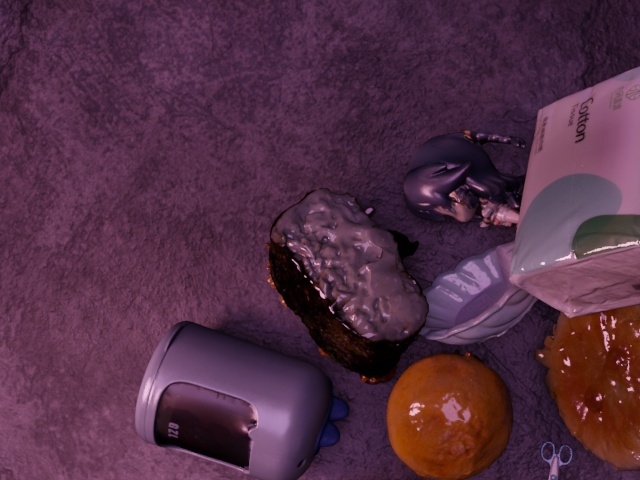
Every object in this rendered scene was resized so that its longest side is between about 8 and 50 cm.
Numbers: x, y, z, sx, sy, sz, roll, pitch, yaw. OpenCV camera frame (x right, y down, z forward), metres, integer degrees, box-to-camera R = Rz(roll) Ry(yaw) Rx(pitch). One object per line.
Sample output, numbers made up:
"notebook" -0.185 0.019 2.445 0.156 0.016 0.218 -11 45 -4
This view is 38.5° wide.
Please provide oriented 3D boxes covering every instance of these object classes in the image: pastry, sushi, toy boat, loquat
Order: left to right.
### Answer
"sushi" 0.055 0.072 1.664 0.234 0.207 0.348 -24 66 -26
"loquat" 0.231 0.314 1.633 0.238 0.193 0.238 -3 80 16
"toy boat" 0.304 0.100 1.664 0.290 0.199 0.100 -38 117 1
"pastry" 0.522 0.233 1.550 0.136 0.330 0.329 -2 83 -31

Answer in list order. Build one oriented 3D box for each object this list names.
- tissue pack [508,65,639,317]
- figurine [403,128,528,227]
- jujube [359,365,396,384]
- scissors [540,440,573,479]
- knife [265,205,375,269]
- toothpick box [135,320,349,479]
"tissue pack" 0.472 -0.077 1.491 0.194 0.266 0.356 32 59 -29
"figurine" 0.284 -0.100 1.669 0.265 0.175 0.197 6 59 9
"jujube" 0.101 0.207 1.728 0.077 0.077 0.129 -13 72 9
"scissors" 0.428 0.430 1.677 0.058 0.014 0.119 7 83 11
"knife" 0.000 0.000 1.794 0.247 0.018 0.035 -30 84 9
"toothpick box" -0.129 0.299 1.687 0.355 0.263 0.263 17 88 10
